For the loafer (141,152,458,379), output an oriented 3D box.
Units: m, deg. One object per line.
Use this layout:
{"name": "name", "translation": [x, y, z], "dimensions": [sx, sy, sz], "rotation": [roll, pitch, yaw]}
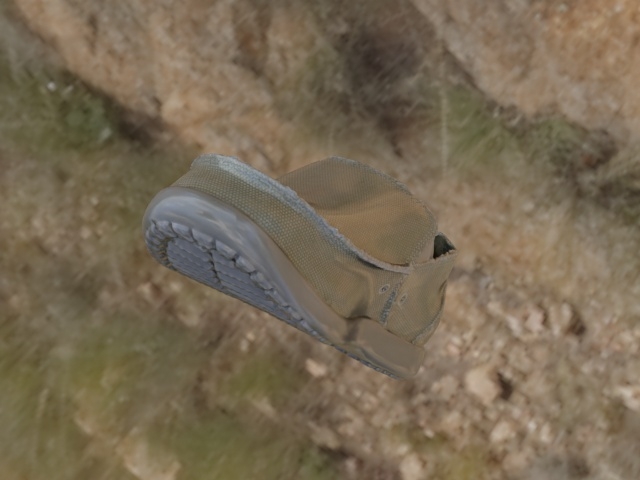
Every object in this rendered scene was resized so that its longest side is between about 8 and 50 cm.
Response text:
{"name": "loafer", "translation": [0.000, 0.000, 0.702], "dimensions": [0.102, 0.092, 0.268], "rotation": [24, 176, 21]}
